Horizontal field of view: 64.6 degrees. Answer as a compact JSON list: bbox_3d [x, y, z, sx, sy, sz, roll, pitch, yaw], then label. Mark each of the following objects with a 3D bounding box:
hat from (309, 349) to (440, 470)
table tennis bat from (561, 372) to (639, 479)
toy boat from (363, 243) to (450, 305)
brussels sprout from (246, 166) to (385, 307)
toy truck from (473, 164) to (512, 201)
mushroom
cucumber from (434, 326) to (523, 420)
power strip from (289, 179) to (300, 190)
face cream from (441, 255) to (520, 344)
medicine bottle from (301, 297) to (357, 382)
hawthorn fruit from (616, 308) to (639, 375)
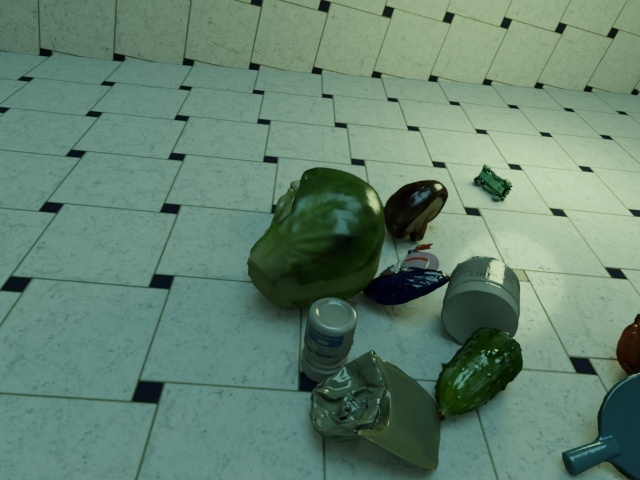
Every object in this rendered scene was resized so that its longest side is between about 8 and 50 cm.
[{"bbox_3d":[0.107,0.355,0.993,0.244,0.149,0.214,47,32,-9],"label":"hat"},{"bbox_3d":[0.633,0.387,1.003,0.329,0.044,0.215,-17,73,-8],"label":"table tennis bat"},{"bbox_3d":[0.254,0.084,1.335,0.219,0.072,0.318,0,22,46],"label":"toy boat"},{"bbox_3d":[0.000,0.000,1.242,0.315,0.276,0.371,34,68,9],"label":"brussels sprout"},{"bbox_3d":[0.641,-0.212,1.860,0.078,0.080,0.154,10,30,-37],"label":"toy truck"},{"bbox_3d":[0.284,-0.105,1.541,0.138,0.194,0.231,33,32,28],"label":"mushroom"},{"bbox_3d":[0.319,0.296,1.073,0.134,0.134,0.244,34,47,30],"label":"cucumber"},{"bbox_3d":[-0.022,-0.077,1.510,0.070,0.105,0.256,-12,41,-24],"label":"power strip"},{"bbox_3d":[0.391,0.148,1.229,0.177,0.177,0.153,17,36,12],"label":"face cream"},{"bbox_3d":[0.016,0.212,1.074,0.105,0.168,0.105,5,37,-4],"label":"medicine bottle"},{"bbox_3d":[0.850,0.254,1.135,0.307,0.276,0.276,36,42,9],"label":"hawthorn fruit"}]
